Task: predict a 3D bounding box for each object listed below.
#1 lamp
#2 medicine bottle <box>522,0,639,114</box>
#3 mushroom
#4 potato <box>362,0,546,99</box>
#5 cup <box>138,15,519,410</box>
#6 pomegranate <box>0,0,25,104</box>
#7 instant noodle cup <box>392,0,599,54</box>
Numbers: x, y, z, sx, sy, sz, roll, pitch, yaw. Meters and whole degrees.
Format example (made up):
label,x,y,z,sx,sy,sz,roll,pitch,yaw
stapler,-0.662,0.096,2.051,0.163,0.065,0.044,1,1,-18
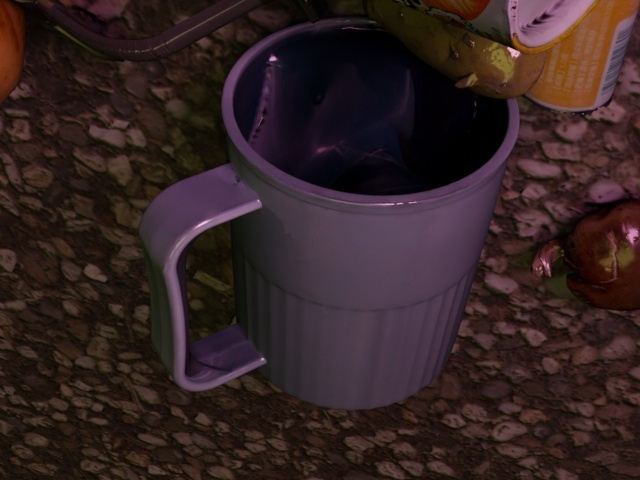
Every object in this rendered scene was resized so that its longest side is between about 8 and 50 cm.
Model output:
label,x,y,z,sx,sy,sz,roll,pitch,yaw
lamp,-0.132,-0.212,0.862,0.283,0.203,0.125,-13,84,11
medicine bottle,0.226,-0.291,0.712,0.108,0.108,0.426,9,134,6
mushroom,0.311,0.021,1.004,0.170,0.080,0.135,-7,120,16
potato,0.117,-0.195,0.817,0.188,0.085,0.105,31,113,31
cup,0.019,0.006,0.898,0.256,0.331,0.311,23,139,18
pomegranate,-0.402,-0.188,0.866,0.264,0.264,0.264,7,134,8
instant noodle cup,0.101,-0.255,0.601,0.200,0.264,0.264,37,140,24
